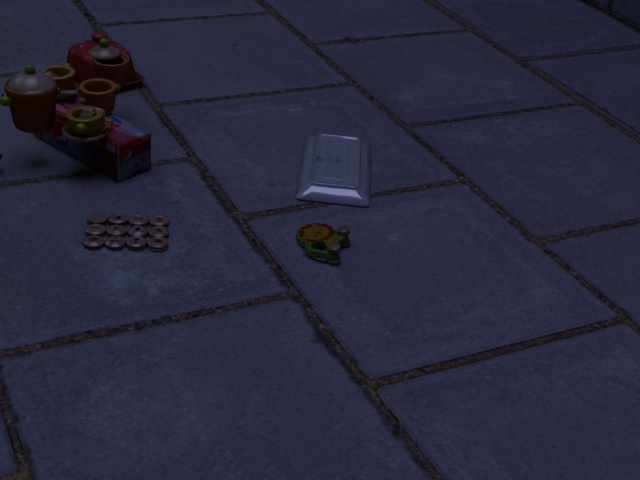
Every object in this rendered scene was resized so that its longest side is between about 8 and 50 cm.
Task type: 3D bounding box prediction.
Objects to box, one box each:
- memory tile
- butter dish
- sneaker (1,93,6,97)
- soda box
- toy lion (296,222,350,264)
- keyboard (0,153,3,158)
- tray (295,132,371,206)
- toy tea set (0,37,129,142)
[{"bbox_3d":[-0.341,-0.017,1.773,0.148,0.012,0.113,1,32,-7],"label":"memory tile"},{"bbox_3d":[-0.500,-0.415,2.277,0.160,0.118,0.160,-21,42,-36],"label":"butter dish"},{"bbox_3d":[-0.650,-0.309,2.162,0.083,0.037,0.032,15,35,17],"label":"sneaker"},{"bbox_3d":[-0.454,-0.211,1.996,0.263,0.083,0.092,28,38,30],"label":"soda box"},{"bbox_3d":[0.000,0.000,1.791,0.096,0.034,0.100,7,32,15],"label":"toy lion"},{"bbox_3d":[-0.692,-0.102,1.835,0.201,0.033,0.317,-5,34,-6],"label":"keyboard"},{"bbox_3d":[0.032,-0.153,2.035,0.145,0.030,0.270,5,32,0],"label":"tray"},{"bbox_3d":[-0.483,-0.317,1.961,0.200,0.124,0.336,5,33,1],"label":"toy tea set"}]
